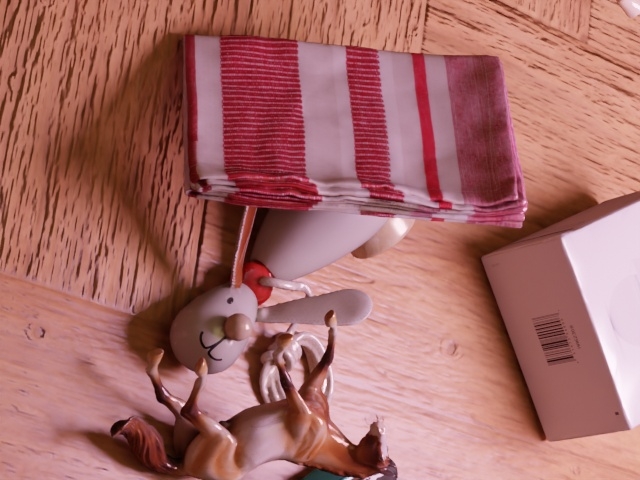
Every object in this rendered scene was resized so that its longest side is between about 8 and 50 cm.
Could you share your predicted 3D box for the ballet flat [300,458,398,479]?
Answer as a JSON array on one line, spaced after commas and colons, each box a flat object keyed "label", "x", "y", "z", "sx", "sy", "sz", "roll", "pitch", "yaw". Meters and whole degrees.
[{"label": "ballet flat", "x": -0.024, "y": 0.280, "z": 1.882, "sx": 0.280, "sy": 0.095, "sz": 0.096, "roll": -16, "pitch": 101, "yaw": -40}]

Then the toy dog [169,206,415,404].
[{"label": "toy dog", "x": 0.000, "y": 0.000, "z": 1.919, "sx": 0.220, "sy": 0.161, "sz": 0.333, "roll": 33, "pitch": 61, "yaw": -28}]

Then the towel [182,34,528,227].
[{"label": "towel", "x": 0.031, "y": -0.116, "z": 1.900, "sx": 0.329, "sy": 0.037, "sz": 0.237, "roll": 4, "pitch": 44, "yaw": -9}]

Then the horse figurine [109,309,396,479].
[{"label": "horse figurine", "x": -0.067, "y": 0.169, "z": 1.840, "sx": 0.263, "sy": 0.066, "sz": 0.174, "roll": -13, "pitch": 119, "yaw": -10}]

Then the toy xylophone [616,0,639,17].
[{"label": "toy xylophone", "x": 0.313, "y": -0.404, "z": 2.315, "sx": 0.323, "sy": 0.081, "sz": 0.236, "roll": 36, "pitch": 60, "yaw": -27}]

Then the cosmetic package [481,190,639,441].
[{"label": "cosmetic package", "x": 0.331, "y": 0.077, "z": 2.178, "sx": 0.225, "sy": 0.138, "sz": 0.224, "roll": -22, "pitch": 93, "yaw": -38}]
